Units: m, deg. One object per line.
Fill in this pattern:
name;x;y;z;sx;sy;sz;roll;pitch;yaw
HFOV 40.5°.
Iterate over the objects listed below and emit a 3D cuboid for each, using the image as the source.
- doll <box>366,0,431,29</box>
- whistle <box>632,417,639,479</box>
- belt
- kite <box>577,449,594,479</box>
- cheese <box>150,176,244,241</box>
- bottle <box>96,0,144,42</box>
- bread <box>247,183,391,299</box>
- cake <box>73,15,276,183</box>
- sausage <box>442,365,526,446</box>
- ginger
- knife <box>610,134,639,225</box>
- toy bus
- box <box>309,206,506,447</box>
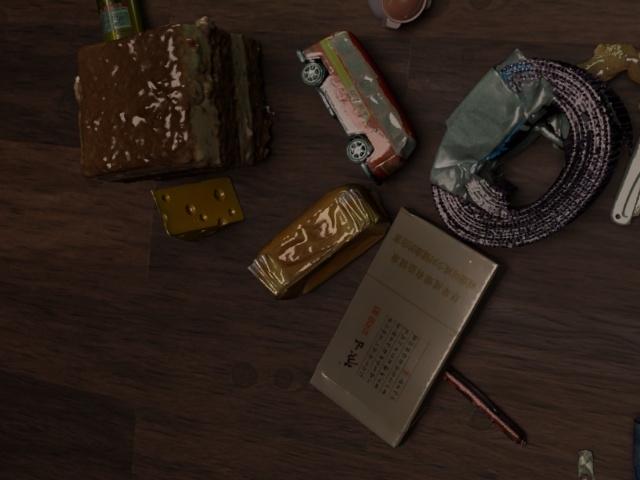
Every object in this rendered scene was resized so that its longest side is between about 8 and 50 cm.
doll;0.157;-0.489;1.434;0.150;0.151;0.287;29;109;19
whistle;0.516;0.429;1.345;0.062;0.062;0.305;0;91;23
belt;0.319;-0.134;1.373;0.260;0.122;0.325;48;120;11
kite;0.437;0.499;1.418;0.335;0.011;0.315;-7;90;22
cheese;-0.244;-0.054;1.598;0.126;0.171;0.093;-23;83;23
bottle;-0.406;-0.512;1.696;0.082;0.082;0.286;-13;88;23
bread;0.000;0.000;1.516;0.241;0.136;0.107;-39;75;19
cake;-0.265;-0.238;1.541;0.281;0.290;0.256;-6;88;26
sausage;0.272;0.276;1.471;0.198;0.025;0.028;42;149;17
ginger;0.511;-0.251;1.329;0.258;0.065;0.150;-14;90;21
knife;0.497;-0.100;1.360;0.044;0.023;0.162;22;101;23
toy bus;0.070;-0.230;1.491;0.119;0.121;0.265;-31;80;12
box;0.142;0.148;1.496;0.204;0.051;0.365;33;104;26
